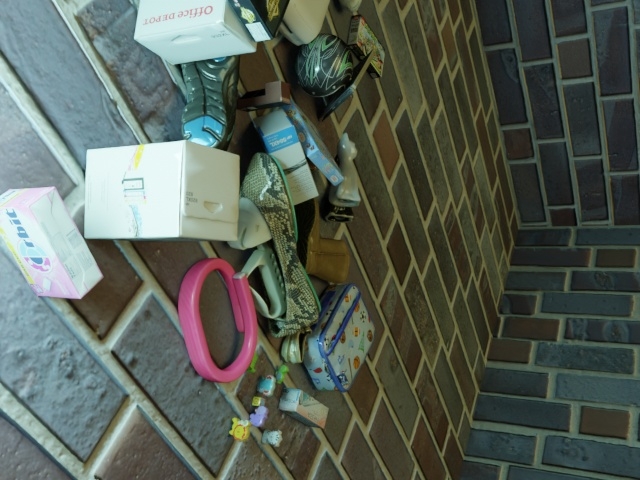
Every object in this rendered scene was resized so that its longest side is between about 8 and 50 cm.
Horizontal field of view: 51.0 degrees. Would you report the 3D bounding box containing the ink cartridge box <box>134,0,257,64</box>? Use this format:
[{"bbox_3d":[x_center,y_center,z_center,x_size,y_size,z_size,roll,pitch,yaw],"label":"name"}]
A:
[{"bbox_3d":[-0.233,-0.532,1.353,0.129,0.223,0.308,25,69,-59],"label":"ink cartridge box"}]

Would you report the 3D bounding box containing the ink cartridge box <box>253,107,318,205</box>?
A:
[{"bbox_3d":[-0.087,-0.208,1.686,0.148,0.085,0.203,-121,-170,-59],"label":"ink cartridge box"}]

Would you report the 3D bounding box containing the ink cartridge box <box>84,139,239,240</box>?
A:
[{"bbox_3d":[-0.289,-0.083,1.238,0.171,0.232,0.168,5,85,-61],"label":"ink cartridge box"}]

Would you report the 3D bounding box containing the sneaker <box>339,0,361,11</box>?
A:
[{"bbox_3d":[0.082,-0.829,2.087,0.086,0.085,0.237,-25,110,-87],"label":"sneaker"}]

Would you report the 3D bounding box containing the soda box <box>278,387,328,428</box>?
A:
[{"bbox_3d":[-0.044,0.465,1.854,0.183,0.058,0.063,48,49,-51],"label":"soda box"}]

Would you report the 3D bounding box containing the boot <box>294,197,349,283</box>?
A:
[{"bbox_3d":[0.000,0.000,1.921,0.269,0.089,0.236,12,87,-61],"label":"boot"}]

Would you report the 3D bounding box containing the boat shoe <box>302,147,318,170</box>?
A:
[{"bbox_3d":[-0.039,-0.228,1.869,0.073,0.073,0.207,-55,152,15],"label":"boat shoe"}]

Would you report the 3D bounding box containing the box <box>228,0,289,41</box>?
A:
[{"bbox_3d":[-0.116,-0.520,1.280,0.175,0.051,0.220,53,46,-48],"label":"box"}]

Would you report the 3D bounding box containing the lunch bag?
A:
[{"bbox_3d":[0.048,0.282,1.970,0.303,0.114,0.243,-58,136,-45],"label":"lunch bag"}]

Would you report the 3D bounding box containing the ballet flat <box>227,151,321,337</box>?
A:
[{"bbox_3d":[-0.128,0.037,1.636,0.182,0.164,0.483,-30,120,-30],"label":"ballet flat"}]

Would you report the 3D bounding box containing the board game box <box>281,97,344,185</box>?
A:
[{"bbox_3d":[-0.022,-0.260,1.750,0.160,0.039,0.212,42,17,-54],"label":"board game box"}]

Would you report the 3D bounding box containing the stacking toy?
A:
[{"bbox_3d":[-0.142,0.401,1.684,0.167,0.052,0.221,41,54,-54],"label":"stacking toy"}]

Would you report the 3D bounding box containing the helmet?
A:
[{"bbox_3d":[0.009,-0.485,1.858,0.161,0.169,0.170,-30,115,-63],"label":"helmet"}]

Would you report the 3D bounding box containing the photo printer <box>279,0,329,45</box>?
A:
[{"bbox_3d":[-0.067,-0.696,1.774,0.256,0.107,0.308,50,48,-49],"label":"photo printer"}]

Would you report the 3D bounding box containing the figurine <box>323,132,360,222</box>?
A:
[{"bbox_3d":[0.063,-0.185,1.962,0.215,0.092,0.210,108,-16,-71],"label":"figurine"}]

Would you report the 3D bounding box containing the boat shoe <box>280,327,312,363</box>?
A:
[{"bbox_3d":[-0.054,0.240,1.821,0.068,0.072,0.190,29,64,-57],"label":"boat shoe"}]

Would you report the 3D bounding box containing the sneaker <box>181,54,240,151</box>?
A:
[{"bbox_3d":[-0.243,-0.331,1.481,0.140,0.125,0.341,89,7,-73],"label":"sneaker"}]

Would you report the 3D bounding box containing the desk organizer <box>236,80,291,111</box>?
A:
[{"bbox_3d":[-0.138,-0.347,1.620,0.047,0.130,0.050,0,87,-61],"label":"desk organizer"}]

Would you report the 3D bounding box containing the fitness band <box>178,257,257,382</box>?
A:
[{"bbox_3d":[-0.228,0.182,1.530,0.209,0.054,0.291,-39,122,-54],"label":"fitness band"}]

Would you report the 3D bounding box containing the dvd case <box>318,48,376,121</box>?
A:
[{"bbox_3d":[0.081,-0.463,1.999,0.018,0.164,0.221,38,49,-15],"label":"dvd case"}]

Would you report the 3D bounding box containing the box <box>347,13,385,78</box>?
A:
[{"bbox_3d":[0.155,-0.647,2.247,0.207,0.036,0.114,35,60,-56],"label":"box"}]

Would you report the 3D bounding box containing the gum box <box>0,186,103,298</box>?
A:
[{"bbox_3d":[-0.443,0.010,1.088,0.062,0.107,0.188,-54,135,-47],"label":"gum box"}]
